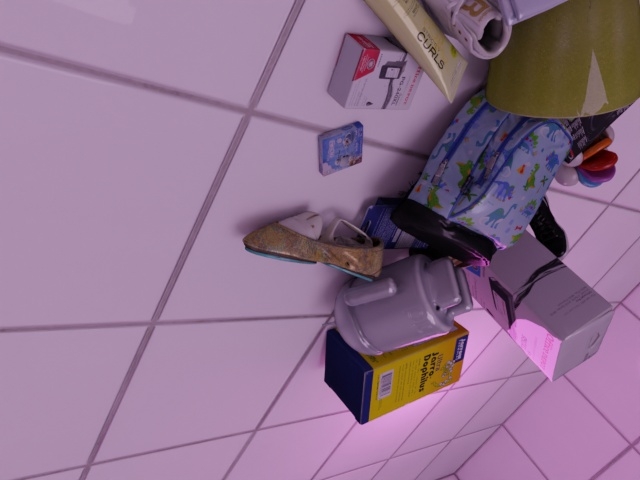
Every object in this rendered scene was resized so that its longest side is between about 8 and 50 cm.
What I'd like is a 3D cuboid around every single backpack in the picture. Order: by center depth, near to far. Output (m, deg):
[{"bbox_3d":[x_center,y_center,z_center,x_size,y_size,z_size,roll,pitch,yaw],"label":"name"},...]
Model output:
[{"bbox_3d":[0.356,-0.141,1.162,0.290,0.274,0.355,27,81,-41],"label":"backpack"}]

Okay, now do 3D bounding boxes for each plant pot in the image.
[{"bbox_3d":[0.434,-0.405,0.961,0.275,0.275,0.293,-23,125,-18],"label":"plant pot"}]

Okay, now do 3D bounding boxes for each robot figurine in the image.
[{"bbox_3d":[0.180,0.158,1.324,0.354,0.199,0.300,-24,143,28],"label":"robot figurine"}]

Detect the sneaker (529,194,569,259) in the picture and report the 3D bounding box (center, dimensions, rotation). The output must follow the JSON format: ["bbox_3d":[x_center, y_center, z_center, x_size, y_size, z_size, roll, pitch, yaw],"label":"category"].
[{"bbox_3d":[0.586,-0.052,1.482,0.121,0.216,0.079,14,141,-40],"label":"sneaker"}]

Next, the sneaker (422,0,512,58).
[{"bbox_3d":[0.205,-0.396,0.835,0.108,0.169,0.293,-46,141,14],"label":"sneaker"}]

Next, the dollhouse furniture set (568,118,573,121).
[{"bbox_3d":[0.523,-0.280,1.117,0.152,0.058,0.076,4,125,-43],"label":"dollhouse furniture set"}]

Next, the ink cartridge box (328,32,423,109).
[{"bbox_3d":[0.102,-0.290,0.949,0.151,0.063,0.109,-8,134,-33],"label":"ink cartridge box"}]

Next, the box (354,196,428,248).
[{"bbox_3d":[0.181,-0.038,1.288,0.226,0.036,0.136,-2,131,-29],"label":"box"}]

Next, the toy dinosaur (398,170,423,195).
[{"bbox_3d":[0.221,-0.113,1.224,0.090,0.082,0.047,11,159,8],"label":"toy dinosaur"}]

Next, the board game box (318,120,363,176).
[{"bbox_3d":[0.039,-0.176,1.055,0.090,0.020,0.090,-22,141,-17],"label":"board game box"}]

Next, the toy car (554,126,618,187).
[{"bbox_3d":[0.731,-0.215,1.473,0.159,0.136,0.182,-32,143,-8],"label":"toy car"}]

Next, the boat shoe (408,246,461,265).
[{"bbox_3d":[0.380,-0.012,1.435,0.324,0.122,0.119,-27,148,-1],"label":"boat shoe"}]

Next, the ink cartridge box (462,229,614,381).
[{"bbox_3d":[0.582,0.155,1.529,0.166,0.394,0.285,-32,142,-7],"label":"ink cartridge box"}]

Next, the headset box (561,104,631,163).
[{"bbox_3d":[0.627,-0.354,1.264,0.293,0.110,0.218,-46,142,11],"label":"headset box"}]

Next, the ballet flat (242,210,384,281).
[{"bbox_3d":[0.000,0.000,1.135,0.349,0.123,0.123,15,119,-37],"label":"ballet flat"}]

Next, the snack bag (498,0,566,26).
[{"bbox_3d":[0.343,-0.527,0.780,0.323,0.037,0.342,-28,105,-11],"label":"snack bag"}]

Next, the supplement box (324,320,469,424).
[{"bbox_3d":[0.213,0.331,1.553,0.357,0.194,0.195,-14,123,-27],"label":"supplement box"}]

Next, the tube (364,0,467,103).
[{"bbox_3d":[0.163,-0.336,0.893,0.070,0.062,0.240,-42,124,16],"label":"tube"}]

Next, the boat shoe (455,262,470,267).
[{"bbox_3d":[0.371,0.058,1.515,0.136,0.050,0.045,-11,169,30],"label":"boat shoe"}]
